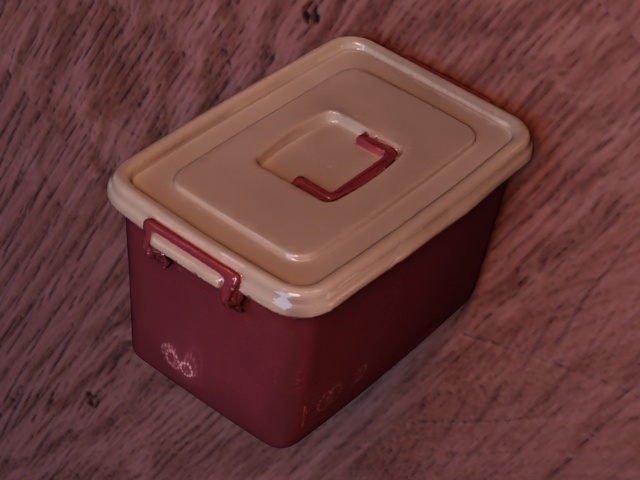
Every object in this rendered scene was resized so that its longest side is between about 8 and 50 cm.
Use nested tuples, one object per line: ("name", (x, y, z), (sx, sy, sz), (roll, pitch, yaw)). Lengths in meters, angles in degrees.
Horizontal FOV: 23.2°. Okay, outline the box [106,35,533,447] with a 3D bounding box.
("box", (0.000, 0.000, 1.117), (0.193, 0.294, 0.167), (30, 135, 27))
